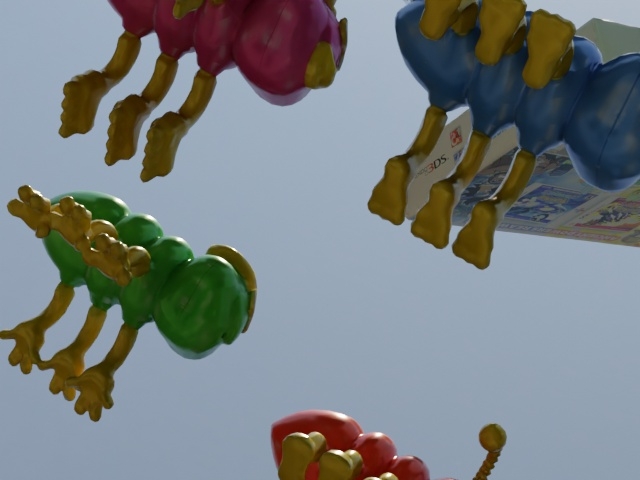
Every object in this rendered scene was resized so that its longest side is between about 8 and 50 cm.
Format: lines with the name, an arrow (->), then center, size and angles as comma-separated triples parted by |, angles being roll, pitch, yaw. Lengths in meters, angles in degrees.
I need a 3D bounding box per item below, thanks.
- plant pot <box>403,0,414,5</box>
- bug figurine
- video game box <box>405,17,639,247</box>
plant pot -> 0.076, -0.287, 0.760 | 0.235, 0.293, 0.293 | -27, -104, 4
bug figurine -> 0.000, 0.000, 0.556 | 0.216, 0.072, 0.279 | 30, -46, 13
video game box -> 0.181, -0.056, 1.014 | 0.187, 0.205, 0.048 | -38, -126, 47
